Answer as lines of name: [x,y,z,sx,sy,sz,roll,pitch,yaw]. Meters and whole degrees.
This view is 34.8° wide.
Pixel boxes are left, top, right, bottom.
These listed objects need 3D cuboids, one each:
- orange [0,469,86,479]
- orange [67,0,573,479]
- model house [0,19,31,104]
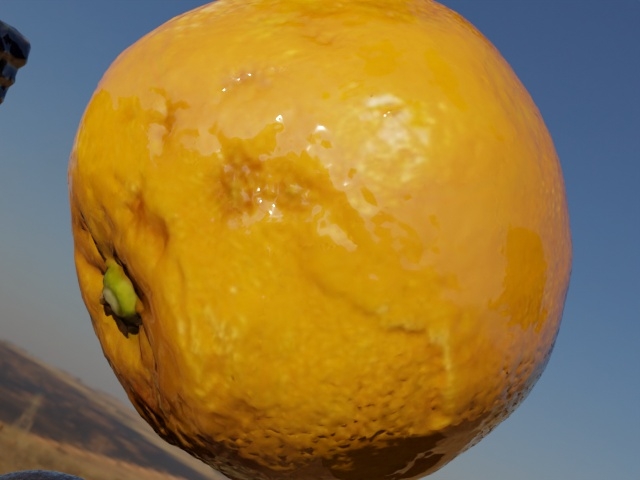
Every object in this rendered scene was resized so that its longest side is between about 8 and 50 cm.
orange: [-0.233,0.280,0.803,0.206,0.206,0.206,26,-14,7]
orange: [0.000,0.000,0.523,0.261,0.261,0.261,26,-14,7]
model house: [-0.249,-0.063,0.485,0.211,0.170,0.194,-21,-14,13]
